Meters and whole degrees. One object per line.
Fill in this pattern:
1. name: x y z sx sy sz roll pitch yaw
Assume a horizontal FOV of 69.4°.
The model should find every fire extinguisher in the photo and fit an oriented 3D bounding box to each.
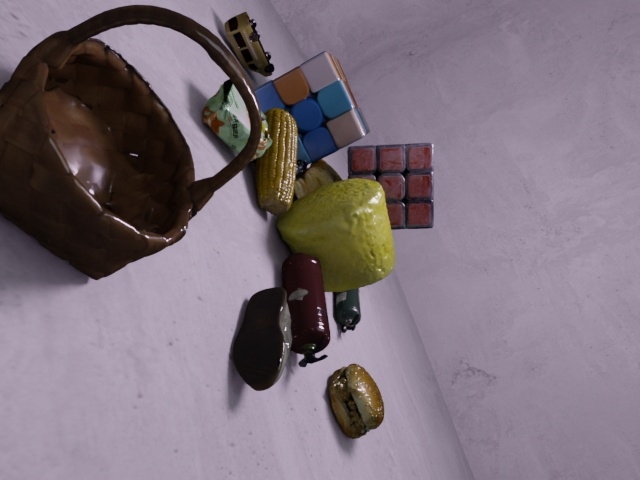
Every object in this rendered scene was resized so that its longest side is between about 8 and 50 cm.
1. fire extinguisher: 0.101 0.239 1.668 0.093 0.118 0.294 25 28 -13
2. fire extinguisher: -0.034 0.181 1.196 0.115 0.135 0.337 17 40 -23

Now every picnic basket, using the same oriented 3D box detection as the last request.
1. picnic basket: -0.235 -0.150 0.622 0.293 0.338 0.337 52 20 -43

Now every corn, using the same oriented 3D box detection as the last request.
1. corn: -0.136 -0.242 1.414 0.131 0.131 0.344 44 43 -57

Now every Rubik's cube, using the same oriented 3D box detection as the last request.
1. Rubik's cube: -0.031 -0.506 1.844 0.344 0.347 0.347 63 14 -10
2. Rubik's cube: 0.252 -0.200 1.724 0.301 0.304 0.304 -58 149 -81

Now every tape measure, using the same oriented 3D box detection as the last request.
1. tape measure: -0.104 -0.262 1.700 0.091 0.094 0.054 19 -36 59

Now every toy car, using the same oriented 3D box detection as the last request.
1. toy car: -0.274 -0.747 1.801 0.256 0.125 0.101 61 13 -59

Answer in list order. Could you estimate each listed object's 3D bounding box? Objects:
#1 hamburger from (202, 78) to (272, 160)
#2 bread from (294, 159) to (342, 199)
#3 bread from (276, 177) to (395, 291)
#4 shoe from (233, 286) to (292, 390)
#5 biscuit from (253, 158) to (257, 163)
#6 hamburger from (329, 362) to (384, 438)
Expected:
1. hamburger: -0.225 -0.341 1.306 0.214 0.125 0.235 48 23 -42
2. bread: 0.013 -0.192 1.829 0.236 0.165 0.375 52 12 -11
3. bread: 0.058 -0.013 1.459 0.348 0.349 0.307 -79 154 -65
4. shoe: -0.107 0.210 0.964 0.274 0.103 0.098 -83 160 -59
5. biscuit: -0.206 -0.320 1.539 0.320 0.047 0.183 46 27 -56
6. hamburger: 0.109 0.446 1.316 0.189 0.122 0.215 66 12 6
